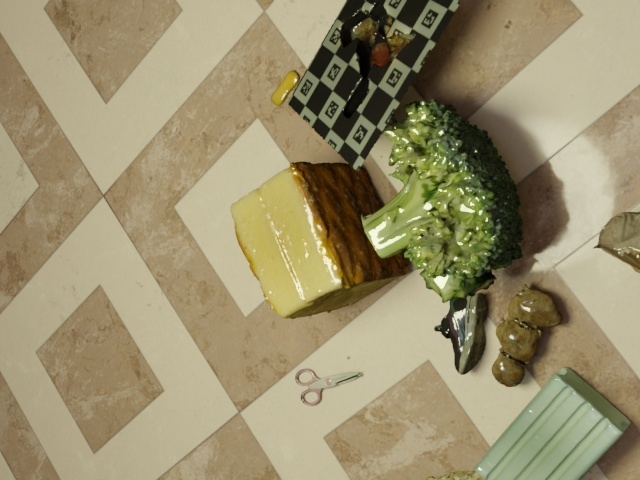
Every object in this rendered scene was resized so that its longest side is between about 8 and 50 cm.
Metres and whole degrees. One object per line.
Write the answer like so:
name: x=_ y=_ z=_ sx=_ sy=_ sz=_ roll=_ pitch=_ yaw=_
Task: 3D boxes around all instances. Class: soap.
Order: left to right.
soap: x=-0.079 y=-0.338 z=1.907 sx=0.034 sy=0.012 sz=0.089 roll=49 pitch=117 yaw=16
soap: x=0.438 y=0.391 z=1.638 sx=0.160 sy=0.087 sz=0.265 roll=42 pitch=114 yaw=21

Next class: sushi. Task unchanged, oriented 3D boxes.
sushi: x=0.109 y=-0.350 z=1.710 sx=0.359 sy=0.064 sz=0.343 roll=-58 pitch=38 yaw=14

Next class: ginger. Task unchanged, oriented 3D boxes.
ginger: x=0.384 y=0.189 z=1.652 sx=0.104 sy=0.080 sz=0.204 roll=29 pitch=108 yaw=19

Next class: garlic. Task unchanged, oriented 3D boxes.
garlic: x=0.592 y=0.002 z=1.458 sx=0.229 sy=0.178 sz=0.143 roll=32 pitch=96 yaw=40

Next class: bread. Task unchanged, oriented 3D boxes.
bread: x=0.000 y=0.000 z=1.743 sx=0.207 sy=0.279 sz=0.279 roll=-29 pitch=81 yaw=30

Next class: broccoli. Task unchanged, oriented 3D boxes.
broccoli: x=0.234 y=-0.072 z=1.590 sx=0.338 sy=0.277 sz=0.317 roll=33 pitch=98 yaw=13

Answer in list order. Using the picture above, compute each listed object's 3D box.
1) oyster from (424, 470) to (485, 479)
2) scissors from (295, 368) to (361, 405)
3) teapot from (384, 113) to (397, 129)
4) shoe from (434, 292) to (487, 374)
oyster: x=0.270 y=0.512 z=1.767 sx=0.106 sy=0.061 sz=0.200 roll=49 pitch=117 yaw=18
scissors: x=0.018 y=0.316 z=1.918 sx=0.176 sy=0.022 sz=0.085 roll=-20 pitch=82 yaw=34
teapot: x=0.118 y=-0.245 z=1.781 sx=0.083 sy=0.057 sz=0.067 roll=-27 pitch=53 yaw=25
shoe: x=0.275 y=0.181 z=1.725 sx=0.099 sy=0.071 sz=0.169 roll=11 pitch=97 yaw=32
